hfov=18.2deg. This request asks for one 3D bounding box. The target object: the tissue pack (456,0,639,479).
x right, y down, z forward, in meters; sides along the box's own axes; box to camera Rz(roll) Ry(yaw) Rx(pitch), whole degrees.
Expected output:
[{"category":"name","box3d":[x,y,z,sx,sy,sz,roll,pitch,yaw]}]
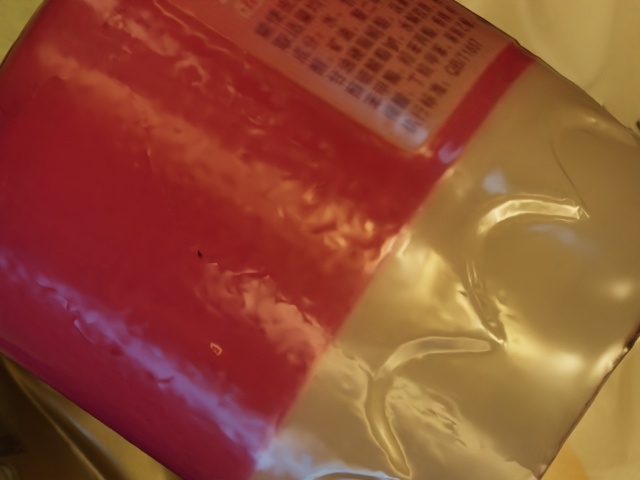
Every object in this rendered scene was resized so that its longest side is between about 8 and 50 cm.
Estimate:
[{"category":"tissue pack","box3d":[0.088,-0.007,1.090,0.375,0.195,0.390,-37,109,-20]}]

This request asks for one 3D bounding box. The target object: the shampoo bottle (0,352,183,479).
[{"category":"shampoo bottle","box3d":[-0.108,0.155,0.907,0.084,0.125,0.350,19,59,-63]}]

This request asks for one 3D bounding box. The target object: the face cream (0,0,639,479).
[{"category":"face cream","box3d":[0.000,0.000,0.632,0.195,0.175,0.175,33,88,6]}]
